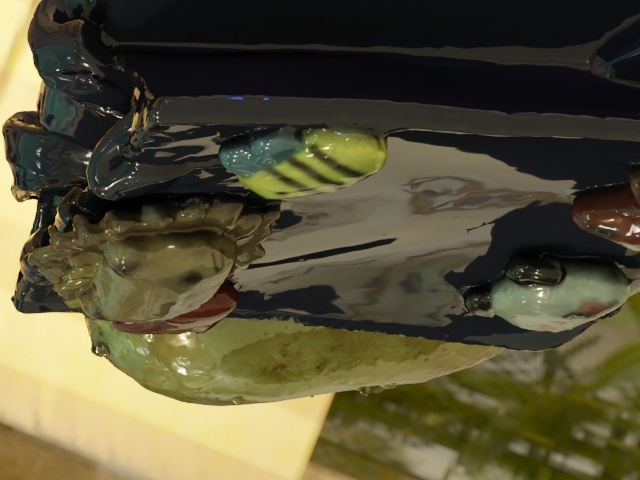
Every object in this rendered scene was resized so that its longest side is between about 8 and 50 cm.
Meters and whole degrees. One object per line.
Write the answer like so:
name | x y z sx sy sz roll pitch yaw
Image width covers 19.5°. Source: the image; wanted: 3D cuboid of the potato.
potato | 0.000 0.000 1.152 0.173 0.308 0.210 107 -20 -59

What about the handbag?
handbag | 0.029 -0.033 0.797 0.303 0.329 0.121 136 -51 -65
